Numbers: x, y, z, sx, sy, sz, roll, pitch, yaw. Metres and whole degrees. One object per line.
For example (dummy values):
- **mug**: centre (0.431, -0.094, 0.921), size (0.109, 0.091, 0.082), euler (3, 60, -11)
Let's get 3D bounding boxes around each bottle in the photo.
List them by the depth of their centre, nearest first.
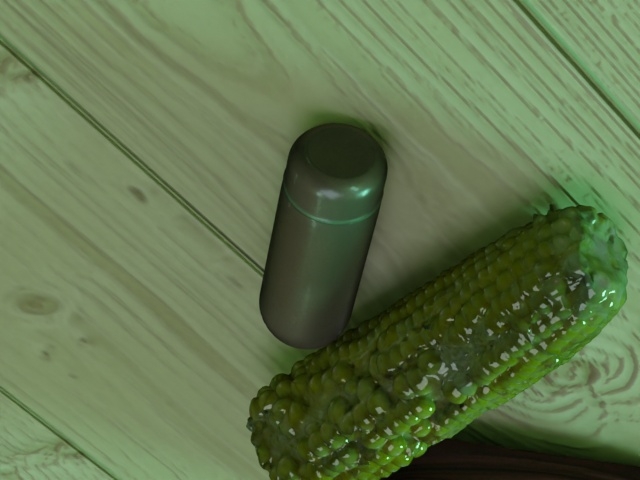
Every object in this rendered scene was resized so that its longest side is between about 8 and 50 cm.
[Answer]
- **bottle**: centre (0.000, 0.000, 0.898), size (0.053, 0.053, 0.140), euler (16, 140, 2)

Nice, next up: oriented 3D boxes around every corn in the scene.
- **corn**: centre (0.058, 0.070, 0.930), size (0.086, 0.086, 0.288), euler (35, 135, -19)

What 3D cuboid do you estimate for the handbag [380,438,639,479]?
- **handbag**: centre (0.116, 0.207, 1.026), size (0.225, 0.135, 0.146), euler (5, 137, 8)
